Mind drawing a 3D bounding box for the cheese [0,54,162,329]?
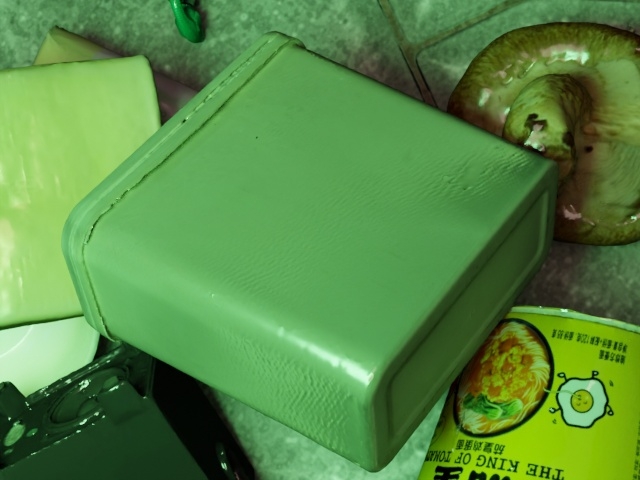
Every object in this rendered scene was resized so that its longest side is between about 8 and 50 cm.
[{"bbox_3d":[-0.280,-0.048,1.383,0.242,0.124,0.265,-10,90,-19],"label":"cheese"}]

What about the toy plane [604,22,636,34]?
[{"bbox_3d":[0.375,-0.216,1.477,0.121,0.049,0.031,28,88,30],"label":"toy plane"}]

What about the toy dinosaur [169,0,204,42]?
[{"bbox_3d":[-0.170,-0.299,1.559,0.059,0.132,0.096,-17,57,9],"label":"toy dinosaur"}]

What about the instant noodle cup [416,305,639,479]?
[{"bbox_3d":[0.251,0.221,1.323,0.325,0.325,0.254,12,77,12],"label":"instant noodle cup"}]

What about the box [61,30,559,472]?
[{"bbox_3d":[0.000,0.000,1.265,0.344,0.177,0.352,26,55,25],"label":"box"}]

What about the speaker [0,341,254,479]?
[{"bbox_3d":[-0.221,0.252,1.411,0.232,0.184,0.254,-28,111,6],"label":"speaker"}]

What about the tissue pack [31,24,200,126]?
[{"bbox_3d":[-0.241,-0.104,1.540,0.257,0.123,0.215,26,88,3],"label":"tissue pack"}]

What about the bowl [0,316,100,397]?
[{"bbox_3d":[-0.394,0.076,1.511,0.277,0.145,0.277,-2,102,-12],"label":"bowl"}]

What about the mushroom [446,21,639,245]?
[{"bbox_3d":[0.284,-0.123,1.414,0.267,0.254,0.267,1,86,-16],"label":"mushroom"}]
